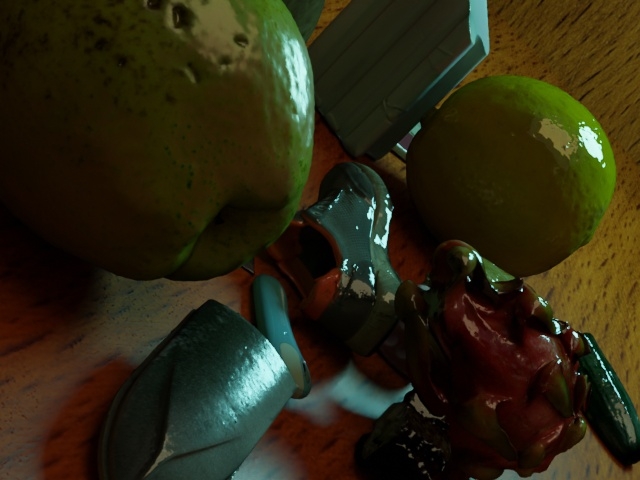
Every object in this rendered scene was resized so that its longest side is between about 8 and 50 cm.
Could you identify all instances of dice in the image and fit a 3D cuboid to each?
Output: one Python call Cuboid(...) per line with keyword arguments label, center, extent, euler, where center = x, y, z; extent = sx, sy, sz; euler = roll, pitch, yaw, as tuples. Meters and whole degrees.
Cuboid(label="dice", center=(0.132, 0.122, 1.893), extent=(0.093, 0.094, 0.091), euler=(44, 24, -3))

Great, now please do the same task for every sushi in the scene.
Cuboid(label="sushi", center=(0.098, 0.243, 1.636), extent=(0.084, 0.094, 0.098), euler=(43, 27, -9))

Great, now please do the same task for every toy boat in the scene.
Cuboid(label="toy boat", center=(-0.130, 0.174, 1.372), extent=(0.141, 0.092, 0.319), euler=(46, 30, -3))

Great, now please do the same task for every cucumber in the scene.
Cuboid(label="cucumber", center=(0.468, 0.256, 2.297), extent=(0.115, 0.063, 0.244), euler=(19, 36, -46))

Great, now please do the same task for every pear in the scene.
Cuboid(label="pear", center=(-0.175, -0.134, 1.466), extent=(0.391, 0.391, 0.391), euler=(37, 24, -20))

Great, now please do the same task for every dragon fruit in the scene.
Cuboid(label="dragon fruit", center=(0.205, 0.151, 1.745), extent=(0.243, 0.227, 0.307), euler=(-3, 80, -63))

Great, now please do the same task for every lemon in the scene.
Cuboid(label="lemon", center=(0.308, -0.106, 2.281), extent=(0.348, 0.348, 0.348), euler=(37, 24, -20))

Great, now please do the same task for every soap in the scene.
Cuboid(label="soap", center=(0.133, -0.320, 2.297), extent=(0.208, 0.347, 0.115), euler=(54, 25, 18))

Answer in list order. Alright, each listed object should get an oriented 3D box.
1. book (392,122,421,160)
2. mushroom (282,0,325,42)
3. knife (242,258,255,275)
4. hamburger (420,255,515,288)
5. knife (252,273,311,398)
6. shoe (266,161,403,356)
Cuboid(label="book", center=(0.155, -0.204, 2.559), extent=(0.162, 0.022, 0.232), euler=(38, 24, -25))
Cuboid(label="mushroom", center=(-0.079, -0.352, 1.929), extent=(0.313, 0.397, 0.224), euler=(26, 32, -46))
Cuboid(label="knife", center=(-0.153, -0.047, 1.780), extent=(0.230, 0.028, 0.060), euler=(52, 35, 5))
Cuboid(label="hamburger", center=(0.221, 0.094, 2.062), extent=(0.159, 0.131, 0.185), euler=(39, 16, 4))
Cuboid(label="knife", center=(-0.050, 0.112, 1.678), extent=(0.064, 0.031, 0.222), euler=(29, 25, -27))
Cuboid(label="shoe", center=(0.000, 0.000, 1.852), extent=(0.171, 0.132, 0.336), euler=(24, 33, -25))
